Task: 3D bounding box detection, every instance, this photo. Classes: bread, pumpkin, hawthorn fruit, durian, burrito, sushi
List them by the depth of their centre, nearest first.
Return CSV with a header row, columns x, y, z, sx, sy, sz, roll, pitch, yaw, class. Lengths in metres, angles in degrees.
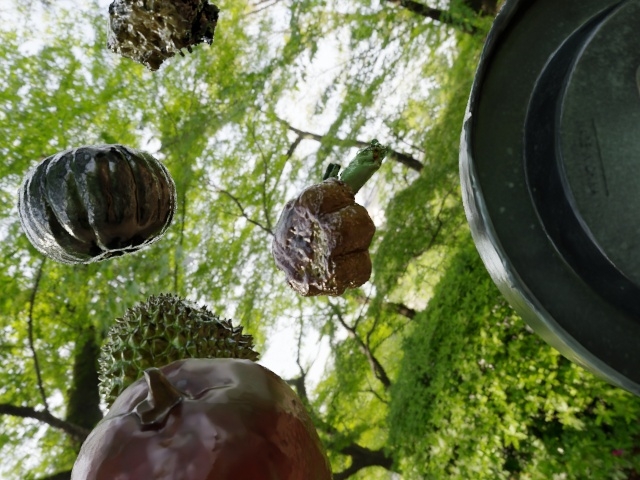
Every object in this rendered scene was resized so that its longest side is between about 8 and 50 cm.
x,y,z,sx,sy,sz,roll,pitch,yaw,class
-0.098,0.194,0.422,0.215,0.215,0.249,-52,-49,-48,hawthorn fruit
-0.321,-0.053,0.746,0.220,0.221,0.161,-16,-86,-75,pumpkin
-0.246,-0.342,0.783,0.213,0.147,0.114,-6,66,52,sushi
-0.226,0.202,0.829,0.224,0.291,0.291,-49,-3,26,durian
0.010,0.002,1.028,0.135,0.232,0.246,-14,-43,-45,bread
0.035,-0.114,1.136,0.104,0.054,0.288,12,-47,-40,burrito

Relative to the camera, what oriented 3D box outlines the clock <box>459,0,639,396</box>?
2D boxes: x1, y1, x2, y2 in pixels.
x,y,z,sx,sy,sz,roll,pitch,yaw,class
0.294,-0.060,0.374,0.386,0.386,0.076,-64,-7,-7,clock
